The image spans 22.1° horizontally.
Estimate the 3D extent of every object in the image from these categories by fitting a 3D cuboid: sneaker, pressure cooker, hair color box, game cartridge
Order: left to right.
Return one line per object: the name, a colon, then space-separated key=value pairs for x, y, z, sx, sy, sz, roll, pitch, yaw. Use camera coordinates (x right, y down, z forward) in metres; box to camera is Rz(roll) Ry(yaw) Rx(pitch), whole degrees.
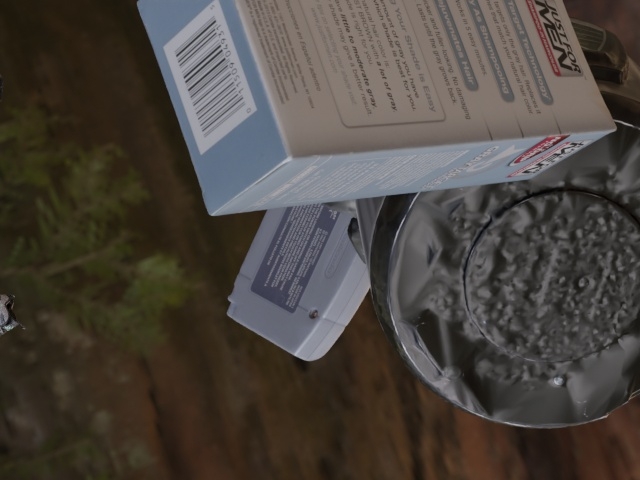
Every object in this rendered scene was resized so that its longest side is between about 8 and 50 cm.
sneaker: x=-0.386 y=0.109 z=1.959 sx=0.038 sy=0.069 sz=0.098 roll=48 pitch=-135 yaw=-76
game cartridge: x=0.000 y=0.000 z=2.137 sx=0.060 sy=0.294 sz=0.196 roll=23 pitch=-177 yaw=-40
hair color box: x=0.055 y=-0.139 z=1.323 sx=0.113 sy=0.374 sz=0.185 roll=-33 pitch=72 yaw=46
pressure cooker: x=0.210 y=-0.044 z=1.740 sx=0.370 sy=0.375 sz=0.420 roll=43 pitch=-165 yaw=-18

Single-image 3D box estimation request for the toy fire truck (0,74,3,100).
toy fire truck: x=-0.413 y=-0.074 z=1.558 sx=0.217 sy=0.158 sz=0.246 roll=22 pitch=-102 yaw=-61
